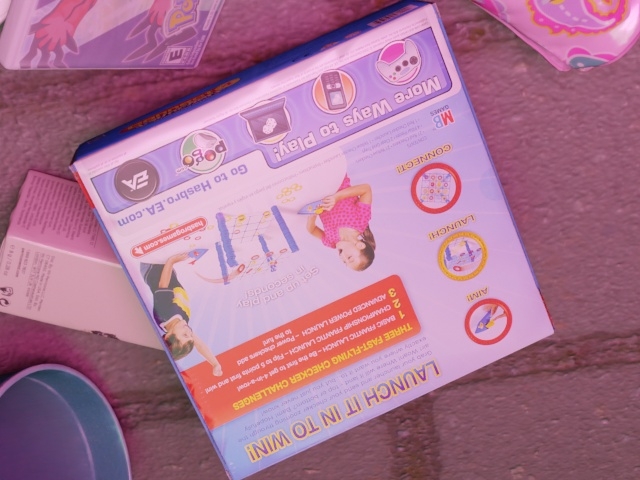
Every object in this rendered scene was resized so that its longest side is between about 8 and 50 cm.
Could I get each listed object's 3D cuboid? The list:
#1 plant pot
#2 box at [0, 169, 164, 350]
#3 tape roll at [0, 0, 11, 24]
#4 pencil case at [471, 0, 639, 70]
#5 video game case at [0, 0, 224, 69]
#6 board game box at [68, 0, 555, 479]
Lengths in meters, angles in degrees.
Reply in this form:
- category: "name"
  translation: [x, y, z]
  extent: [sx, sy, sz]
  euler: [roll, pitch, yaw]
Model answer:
- category: "plant pot"
  translation: [-0.371, 0.271, 1.061]
  extent: [0.255, 0.271, 0.271]
  euler: [-8, 128, 21]
- category: "box"
  translation: [-0.154, 0.032, 0.973]
  extent: [0.275, 0.113, 0.094]
  euler: [16, 124, -13]
- category: "tape roll"
  translation: [-0.313, -0.282, 0.741]
  extent: [0.286, 0.100, 0.286]
  euler: [-1, 126, -2]
- category: "pencil case"
  translation: [0.114, -0.231, 0.780]
  extent: [0.284, 0.124, 0.124]
  euler: [23, 122, -19]
- category: "video game case"
  translation: [-0.131, -0.214, 0.779]
  extent: [0.183, 0.023, 0.201]
  euler: [-10, 140, -46]
- category: "board game box"
  translation: [0.000, 0.000, 0.876]
  extent: [0.308, 0.086, 0.302]
  euler: [-24, 108, -3]
